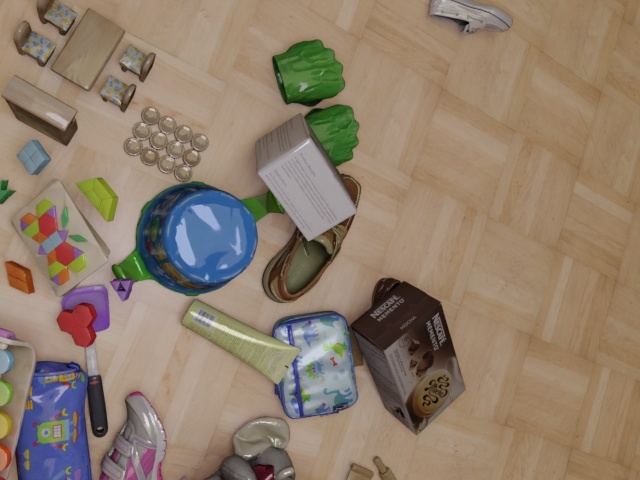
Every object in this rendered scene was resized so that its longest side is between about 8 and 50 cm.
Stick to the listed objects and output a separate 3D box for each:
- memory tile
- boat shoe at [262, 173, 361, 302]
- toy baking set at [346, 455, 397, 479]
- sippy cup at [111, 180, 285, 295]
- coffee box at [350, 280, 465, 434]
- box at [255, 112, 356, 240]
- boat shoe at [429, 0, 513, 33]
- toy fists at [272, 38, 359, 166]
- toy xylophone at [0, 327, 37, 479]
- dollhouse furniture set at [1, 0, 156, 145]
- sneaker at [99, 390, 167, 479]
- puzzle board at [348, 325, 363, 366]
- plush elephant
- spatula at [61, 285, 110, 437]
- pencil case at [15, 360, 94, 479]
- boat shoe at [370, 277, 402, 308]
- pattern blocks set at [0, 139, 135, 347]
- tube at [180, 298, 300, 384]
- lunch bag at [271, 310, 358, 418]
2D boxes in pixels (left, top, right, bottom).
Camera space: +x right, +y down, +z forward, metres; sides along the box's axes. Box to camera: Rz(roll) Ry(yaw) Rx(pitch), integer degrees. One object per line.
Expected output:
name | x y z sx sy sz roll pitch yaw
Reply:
memory tile | -0.316 -0.196 1.118 0.148 0.012 0.113 28 79 -20
boat shoe | 0.000 0.000 1.185 0.123 0.120 0.324 35 77 -18
toy baking set | 0.117 0.639 1.274 0.197 0.030 0.256 -38 102 -15
sippy cup | -0.226 -0.005 1.038 0.240 0.224 0.305 29 79 -19
coffee box | 0.201 0.263 1.209 0.168 0.119 0.297 -35 125 -19
box | -0.032 -0.130 1.087 0.119 0.182 0.181 -31 118 9
boat shoe | 0.376 -0.562 1.382 0.226 0.083 0.075 16 95 -10
toy fists | -0.003 -0.299 1.206 0.142 0.096 0.279 -18 97 -9
toy xylophone | -0.592 0.280 0.896 0.236 0.081 0.322 6 90 10
dollhouse furniture set | -0.448 -0.311 0.986 0.212 0.161 0.242 30 78 -19
sneaker | -0.359 0.417 1.031 0.111 0.103 0.252 -3 89 -35
puzzle board | 0.037 0.250 1.255 0.128 0.011 0.096 -5 92 -22
plush elephant | -0.119 0.511 1.071 0.255 0.330 0.271 -16 109 -44
spatula | -0.441 0.237 1.049 0.084 0.030 0.296 -6 92 -21
pencil case | -0.479 0.369 0.983 0.133 0.119 0.306 -5 91 -22
boat shoe | 0.149 0.189 1.270 0.073 0.073 0.206 9 87 -25
pattern blocks set | -0.461 0.000 0.958 0.325 0.026 0.285 43 108 7
tube | -0.168 0.204 1.117 0.240 0.070 0.062 30 52 -4
lunch bag | -0.017 0.269 1.183 0.176 0.090 0.218 -6 91 -9
